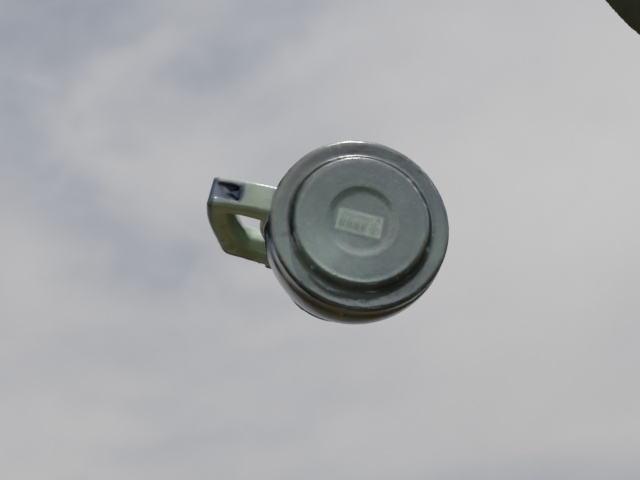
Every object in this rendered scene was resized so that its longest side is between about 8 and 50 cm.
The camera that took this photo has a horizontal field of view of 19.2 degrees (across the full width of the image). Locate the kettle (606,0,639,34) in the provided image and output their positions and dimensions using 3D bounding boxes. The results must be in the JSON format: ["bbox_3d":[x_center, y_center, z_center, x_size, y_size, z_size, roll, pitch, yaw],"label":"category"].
[{"bbox_3d":[0.222,-0.228,0.839,0.243,0.211,0.160,-27,-44,27],"label":"kettle"}]

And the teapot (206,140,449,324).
[{"bbox_3d":[0.000,0.000,0.696,0.088,0.066,0.057,15,-23,-3],"label":"teapot"}]
